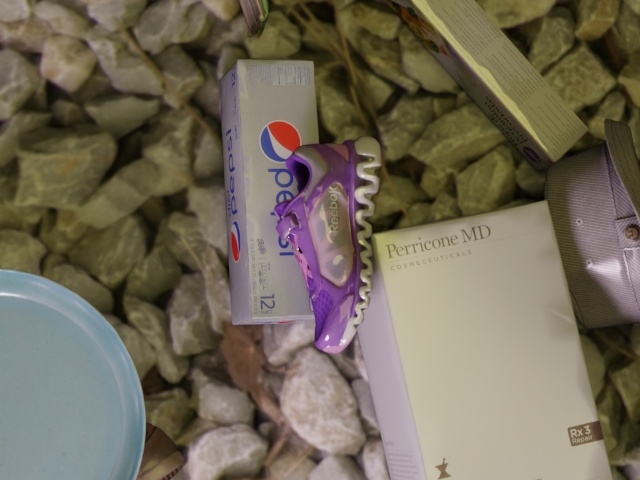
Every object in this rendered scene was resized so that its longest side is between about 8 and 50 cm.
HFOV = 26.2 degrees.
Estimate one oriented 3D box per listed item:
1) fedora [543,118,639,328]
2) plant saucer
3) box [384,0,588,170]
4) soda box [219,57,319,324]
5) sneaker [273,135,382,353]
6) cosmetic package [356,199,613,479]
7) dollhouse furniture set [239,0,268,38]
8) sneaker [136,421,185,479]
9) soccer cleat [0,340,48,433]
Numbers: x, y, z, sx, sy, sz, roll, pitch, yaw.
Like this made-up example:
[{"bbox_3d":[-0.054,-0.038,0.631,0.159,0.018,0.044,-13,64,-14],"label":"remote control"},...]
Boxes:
[{"bbox_3d":[0.327,0.005,1.575,0.124,0.243,0.275,-16,101,14],"label":"fedora"},{"bbox_3d":[-0.334,0.186,1.401,0.318,0.044,0.317,0,86,0],"label":"plant saucer"},{"bbox_3d":[0.179,-0.224,1.623,0.067,0.063,0.324,-44,94,-14],"label":"box"},{"bbox_3d":[-0.053,-0.052,1.523,0.091,0.098,0.286,-2,83,-17],"label":"soda box"},{"bbox_3d":[0.000,0.000,1.437,0.105,0.095,0.236,8,74,-16],"label":"sneaker"},{"bbox_3d":[0.174,0.165,1.523,0.217,0.156,0.384,-13,87,-14],"label":"cosmetic package"},{"bbox_3d":[-0.070,-0.312,1.565,0.059,0.076,0.151,-17,86,-15],"label":"dollhouse furniture set"},{"bbox_3d":[-0.237,0.267,1.464,0.188,0.066,0.071,-34,75,-20],"label":"sneaker"},{"bbox_3d":[-0.329,0.139,1.451,0.072,0.060,0.178,30,79,-7],"label":"soccer cleat"}]
